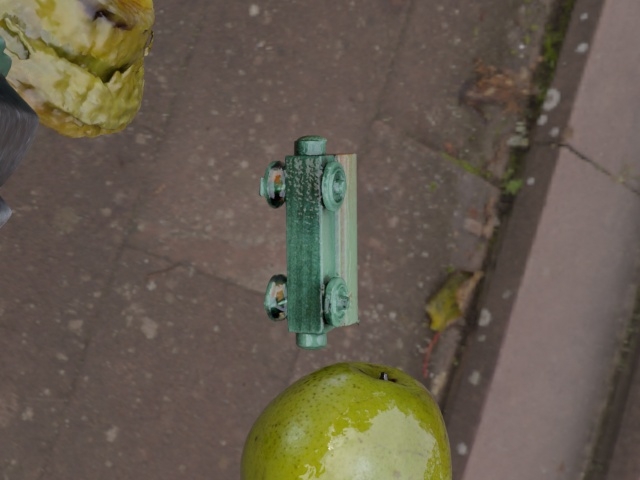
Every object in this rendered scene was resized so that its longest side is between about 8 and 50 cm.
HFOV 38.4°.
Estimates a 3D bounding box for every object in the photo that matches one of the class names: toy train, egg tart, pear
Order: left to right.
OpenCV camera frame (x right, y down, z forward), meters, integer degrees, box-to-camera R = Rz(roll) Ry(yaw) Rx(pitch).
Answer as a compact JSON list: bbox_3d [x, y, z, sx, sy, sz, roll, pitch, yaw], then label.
[{"bbox_3d":[-0.246,-0.238,0.858,0.294,0.123,0.294,50,25,-32],"label":"egg tart"},{"bbox_3d":[0.000,0.000,1.255,0.177,0.116,0.286,-15,105,-67],"label":"toy train"},{"bbox_3d":[0.033,0.291,1.163,0.294,0.294,0.294,-6,100,-39],"label":"pear"}]

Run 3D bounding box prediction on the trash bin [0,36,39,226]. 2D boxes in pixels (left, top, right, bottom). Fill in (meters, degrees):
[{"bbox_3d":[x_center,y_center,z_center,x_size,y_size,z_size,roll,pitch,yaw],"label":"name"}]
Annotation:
[{"bbox_3d":[-0.307,-0.086,0.311,0.259,0.295,0.381,-44,101,-3],"label":"trash bin"}]
